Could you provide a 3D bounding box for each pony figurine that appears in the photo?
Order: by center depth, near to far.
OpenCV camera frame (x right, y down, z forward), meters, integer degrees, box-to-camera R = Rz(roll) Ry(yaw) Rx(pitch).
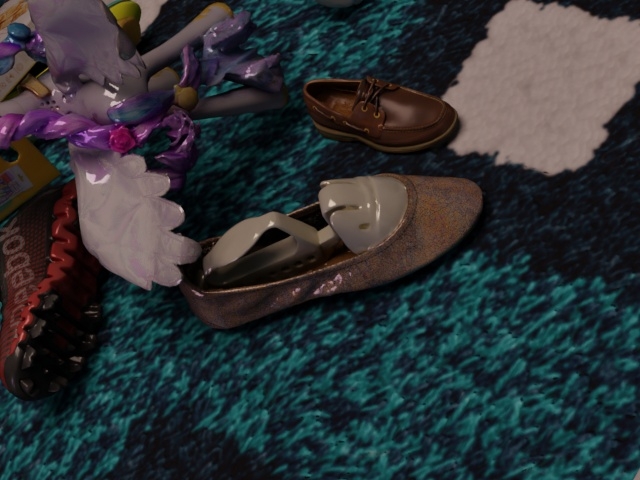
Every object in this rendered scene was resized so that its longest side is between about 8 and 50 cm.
[{"bbox_3d":[-0.212,-0.134,1.658,0.351,0.303,0.363,9,26,44],"label":"pony figurine"}]

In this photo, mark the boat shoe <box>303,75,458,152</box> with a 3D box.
[{"bbox_3d":[0.055,-0.133,1.673,0.178,0.060,0.064,10,63,37],"label":"boat shoe"}]

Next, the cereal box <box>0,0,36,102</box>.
[{"bbox_3d":[-0.382,-0.233,1.981,0.173,0.047,0.240,-2,46,55],"label":"cereal box"}]

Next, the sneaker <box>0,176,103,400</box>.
[{"bbox_3d":[-0.297,0.052,1.732,0.135,0.098,0.276,-9,51,27],"label":"sneaker"}]

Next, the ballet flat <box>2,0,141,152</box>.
[{"bbox_3d":[-0.289,-0.186,1.932,0.231,0.077,0.077,-38,64,7],"label":"ballet flat"}]

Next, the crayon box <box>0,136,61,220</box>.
[{"bbox_3d":[-0.484,-0.053,1.856,0.323,0.203,0.083,-37,45,2],"label":"crayon box"}]

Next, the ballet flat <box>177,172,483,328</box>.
[{"bbox_3d":[0.000,0.000,1.575,0.316,0.106,0.108,-24,47,15],"label":"ballet flat"}]

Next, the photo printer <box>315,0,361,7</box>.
[{"bbox_3d":[0.015,-0.443,1.850,0.256,0.107,0.307,-54,41,23],"label":"photo printer"}]

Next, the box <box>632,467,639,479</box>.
[{"bbox_3d":[0.301,0.199,1.216,0.091,0.130,0.170,20,70,41],"label":"box"}]
